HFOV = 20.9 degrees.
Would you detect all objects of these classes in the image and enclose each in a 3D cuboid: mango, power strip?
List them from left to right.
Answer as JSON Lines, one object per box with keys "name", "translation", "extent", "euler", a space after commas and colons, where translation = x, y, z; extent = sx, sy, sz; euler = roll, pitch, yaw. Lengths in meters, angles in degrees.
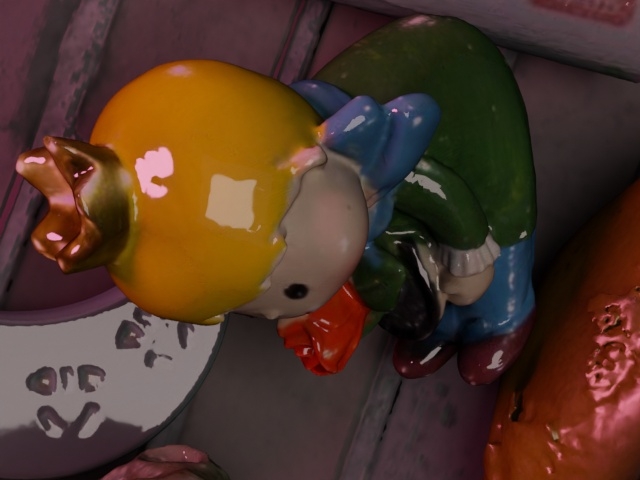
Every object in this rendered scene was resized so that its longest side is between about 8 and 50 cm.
{"name": "power strip", "translation": [-0.144, 0.043, 0.790], "extent": [0.216, 0.044, 0.137], "euler": [-6, 94, -17]}
{"name": "mango", "translation": [0.169, 0.058, 0.838], "extent": [0.249, 0.151, 0.156], "euler": [-58, 146, 0]}

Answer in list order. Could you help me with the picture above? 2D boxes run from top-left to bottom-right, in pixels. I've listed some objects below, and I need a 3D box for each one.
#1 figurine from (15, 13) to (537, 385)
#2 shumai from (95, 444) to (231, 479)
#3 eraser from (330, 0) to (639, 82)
{"name": "figurine", "translation": [-0.010, 0.002, 0.758], "extent": [0.234, 0.127, 0.185], "euler": [-26, 118, -42]}
{"name": "shumai", "translation": [-0.145, 0.157, 0.722], "extent": [0.222, 0.225, 0.260], "euler": [45, 62, 5]}
{"name": "eraser", "translation": [0.073, -0.186, 0.830], "extent": [0.227, 0.081, 0.174], "euler": [13, 85, -16]}
